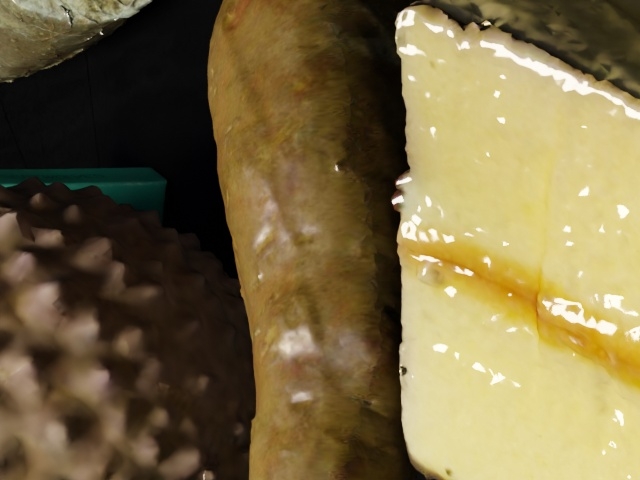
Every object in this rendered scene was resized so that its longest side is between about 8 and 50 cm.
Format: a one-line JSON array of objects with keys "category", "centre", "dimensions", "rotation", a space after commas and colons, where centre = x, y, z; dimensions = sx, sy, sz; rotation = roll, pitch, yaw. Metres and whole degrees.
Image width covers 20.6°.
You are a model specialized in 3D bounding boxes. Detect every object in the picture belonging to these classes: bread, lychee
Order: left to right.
[{"category": "lychee", "centre": [-0.192, 0.158, 1.010], "dimensions": [0.380, 0.432, 0.380], "rotation": [29, 138, 30]}, {"category": "bread", "centre": [0.112, 0.041, 0.652], "dimensions": [0.178, 0.135, 0.240], "rotation": [-111, 17, -53]}]

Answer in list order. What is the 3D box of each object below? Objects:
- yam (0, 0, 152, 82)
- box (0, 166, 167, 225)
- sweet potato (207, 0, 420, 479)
[{"category": "yam", "centre": [-0.204, -0.194, 1.240], "dimensions": [0.254, 0.154, 0.154], "rotation": [-16, 79, 57]}, {"category": "box", "centre": [-0.197, 0.062, 1.230], "dimensions": [0.042, 0.160, 0.226], "rotation": [38, 125, 57]}, {"category": "sweet potato", "centre": [0.005, 0.002, 0.845], "dimensions": [0.130, 0.130, 0.423], "rotation": [-42, 40, 54]}]
